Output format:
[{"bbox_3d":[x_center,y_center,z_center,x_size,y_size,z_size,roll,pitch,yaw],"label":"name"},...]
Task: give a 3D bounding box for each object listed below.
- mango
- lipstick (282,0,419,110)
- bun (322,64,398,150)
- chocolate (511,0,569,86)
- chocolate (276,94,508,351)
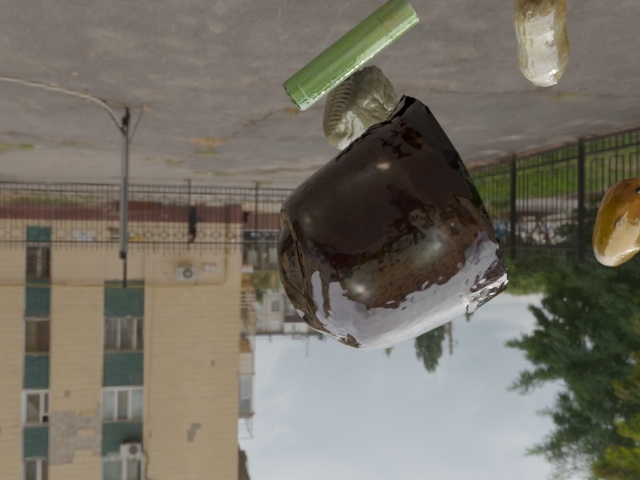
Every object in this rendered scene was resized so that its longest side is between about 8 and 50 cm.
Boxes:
[{"bbox_3d":[0.436,-0.021,0.876,0.075,0.098,0.190,23,155,21],"label":"mango"},{"bbox_3d":[0.058,-0.378,1.224,0.304,0.076,0.076,-34,171,13],"label":"lipstick"},{"bbox_3d":[0.136,-0.391,1.853,0.204,0.282,0.281,18,174,-19],"label":"bun"},{"bbox_3d":[0.542,-0.504,1.487,0.134,0.134,0.309,0,151,28],"label":"chocolate"},{"bbox_3d":[0.090,0.002,1.022,0.331,0.384,0.383,-26,177,5],"label":"chocolate"}]
